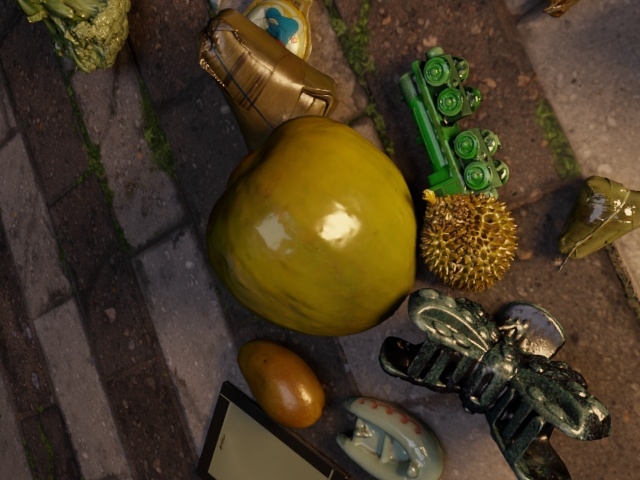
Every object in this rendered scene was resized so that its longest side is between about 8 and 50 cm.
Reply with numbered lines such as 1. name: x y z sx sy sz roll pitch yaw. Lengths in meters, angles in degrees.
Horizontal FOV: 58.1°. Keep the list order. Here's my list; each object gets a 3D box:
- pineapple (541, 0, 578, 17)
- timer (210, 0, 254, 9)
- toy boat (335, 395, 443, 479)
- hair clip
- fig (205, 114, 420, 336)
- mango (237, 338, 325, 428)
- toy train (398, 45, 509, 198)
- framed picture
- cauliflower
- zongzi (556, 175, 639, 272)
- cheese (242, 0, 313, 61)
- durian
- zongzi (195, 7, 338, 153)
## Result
1. pineapple: 0.344 -0.395 0.717 0.114 0.186 0.236 63 166 7
2. timer: -0.192 -0.566 1.047 0.175 0.175 0.255 17 106 31
3. toy boat: 0.113 0.358 1.006 0.208 0.079 0.134 22 105 32
4. hair clip: 0.247 0.188 0.817 0.310 0.206 0.194 38 111 24
5. fig: 0.003 -0.007 0.899 0.343 0.343 0.343 5 98 34
6. mango: -0.084 0.270 1.119 0.227 0.099 0.136 35 121 35
7. toy train: 0.195 -0.166 0.885 0.119 0.085 0.251 -25 82 43
8. framed picture: -0.115 0.492 1.212 0.347 0.016 0.265 27 111 28
9. cauliflower: -0.545 -0.502 1.240 0.275 0.250 0.272 5 97 38
10. zongzi: 0.397 0.001 0.786 0.130 0.062 0.154 23 115 17
11. cheese: -0.073 -0.392 1.040 0.177 0.069 0.270 42 116 22
12. durian: 0.213 -0.004 0.834 0.146 0.102 0.208 -38 117 9
13. zongzi: -0.139 -0.225 1.017 0.260 0.123 0.289 30 126 -21
